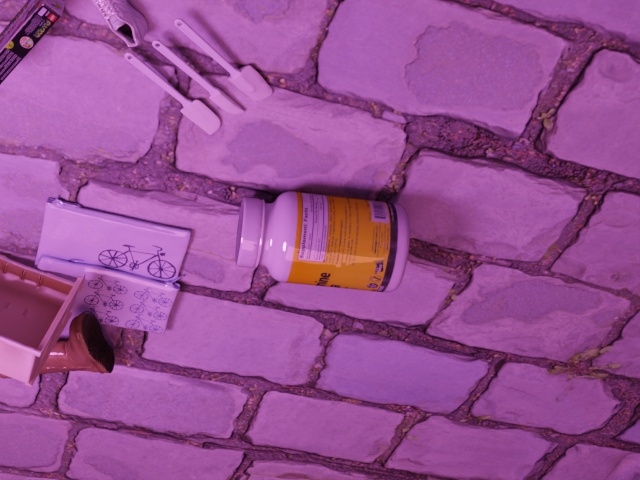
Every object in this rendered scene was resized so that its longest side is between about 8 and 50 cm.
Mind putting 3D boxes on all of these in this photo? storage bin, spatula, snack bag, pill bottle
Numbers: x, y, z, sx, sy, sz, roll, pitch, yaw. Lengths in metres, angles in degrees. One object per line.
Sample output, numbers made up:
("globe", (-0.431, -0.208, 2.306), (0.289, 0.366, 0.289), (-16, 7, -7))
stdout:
("storage bin", (-0.651, 0.128, 1.796), (0.262, 0.260, 0.123), (22, 129, -6))
("spatula", (-0.221, -0.301, 1.610), (0.168, 0.019, 0.242), (-26, 135, 27))
("snack bag", (-0.462, 0.067, 1.937), (0.323, 0.037, 0.342), (13, 131, -15))
("pill bottle", (0.000, 0.000, 1.800), (0.334, 0.188, 0.188), (6, 132, -9))

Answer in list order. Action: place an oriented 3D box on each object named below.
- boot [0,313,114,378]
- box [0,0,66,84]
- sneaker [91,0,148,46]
("boot", (-0.638, 0.254, 2.042), (0.270, 0.089, 0.236), (-2, 142, 4))
("box", (-0.502, -0.351, 1.488), (0.207, 0.114, 0.036), (-37, 126, 28))
("sneaker", (-0.350, -0.393, 1.495), (0.054, 0.061, 0.152), (-27, 128, 23))
